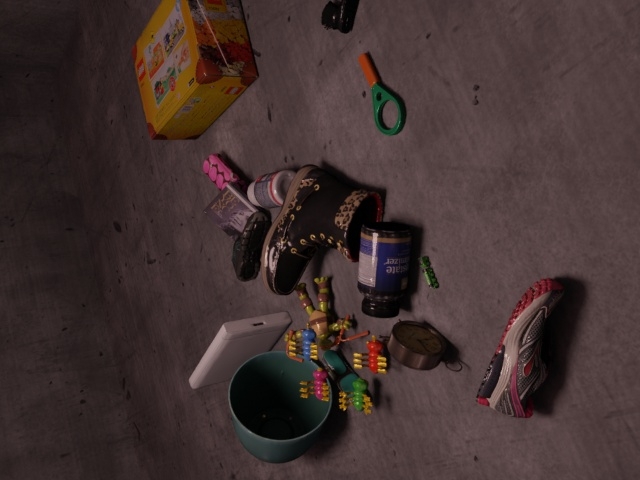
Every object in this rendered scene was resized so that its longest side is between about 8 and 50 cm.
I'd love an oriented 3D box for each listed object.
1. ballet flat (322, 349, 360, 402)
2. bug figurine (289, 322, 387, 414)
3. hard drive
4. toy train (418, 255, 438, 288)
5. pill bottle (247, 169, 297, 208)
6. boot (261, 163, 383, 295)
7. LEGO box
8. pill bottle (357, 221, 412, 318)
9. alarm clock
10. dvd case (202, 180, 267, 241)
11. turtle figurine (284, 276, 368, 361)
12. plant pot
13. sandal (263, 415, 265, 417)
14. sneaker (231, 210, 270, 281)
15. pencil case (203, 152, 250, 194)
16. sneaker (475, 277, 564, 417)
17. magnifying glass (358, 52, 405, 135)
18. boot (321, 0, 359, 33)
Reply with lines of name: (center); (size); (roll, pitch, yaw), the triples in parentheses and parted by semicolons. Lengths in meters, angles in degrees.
ballet flat: (0.068, 0.386, 1.740); (0.188, 0.070, 0.070); (56, 135, 34)
bug figurine: (0.052, 0.336, 1.650); (0.279, 0.072, 0.216); (7, 99, 25)
hard drive: (-0.263, 0.357, 2.020); (0.353, 0.233, 0.047); (-54, 53, 42)
toy train: (0.251, 0.076, 1.467); (0.017, 0.024, 0.083); (-38, 65, 49)
pill bottle: (-0.142, -0.151, 1.886); (0.180, 0.108, 0.107); (-3, 92, 53)
boot: (0.000, 0.000, 1.660); (0.284, 0.138, 0.377); (23, 92, 47)
LEGO box: (-0.451, -0.614, 2.156); (0.500, 0.193, 0.372); (-26, 75, 52)
pill bottle: (0.153, 0.070, 1.516); (0.123, 0.123, 0.219); (19, 111, 50)
alarm clock: (0.236, 0.252, 1.437); (0.192, 0.129, 0.064); (25, 118, 26)
dvd case: (-0.289, -0.090, 2.089); (0.164, 0.018, 0.221); (44, 140, -9)
turtle figurine: (0.009, 0.217, 1.762); (0.270, 0.087, 0.217); (-20, 74, 30)
plant pot: (-0.122, 0.510, 1.833); (0.293, 0.293, 0.235); (51, 149, 36)
sandal: (-0.195, 0.531, 2.110); (0.219, 0.060, 0.089); (-143, 61, -61)
sneaker: (-0.244, 0.008, 2.054); (0.106, 0.101, 0.267); (50, 132, 40)
pencil case: (-0.327, -0.220, 2.139); (0.209, 0.095, 0.098); (44, 163, 38)
sneaker: (0.408, 0.209, 1.224); (0.112, 0.121, 0.299); (23, 116, 18)
magnifying glass: (0.146, -0.363, 1.544); (0.092, 0.026, 0.230); (-42, 64, 48)
boot: (0.048, -0.600, 1.621); (0.099, 0.045, 0.121); (43, 128, 45)
